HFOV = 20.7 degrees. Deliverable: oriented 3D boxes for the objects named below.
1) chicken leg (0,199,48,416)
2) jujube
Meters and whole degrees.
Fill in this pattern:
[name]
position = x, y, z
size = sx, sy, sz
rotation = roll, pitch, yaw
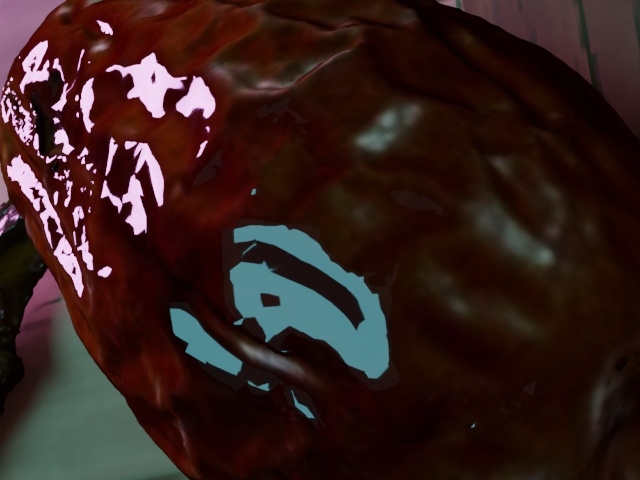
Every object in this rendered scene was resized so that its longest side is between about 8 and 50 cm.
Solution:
[chicken leg]
position = -0.164, 0.022, 0.811
size = 0.304, 0.093, 0.113
rotation = -51, 49, 18
[jujube]
position = 0.000, 0.000, 0.619
size = 0.290, 0.197, 0.197
rotation = 33, 106, 40
